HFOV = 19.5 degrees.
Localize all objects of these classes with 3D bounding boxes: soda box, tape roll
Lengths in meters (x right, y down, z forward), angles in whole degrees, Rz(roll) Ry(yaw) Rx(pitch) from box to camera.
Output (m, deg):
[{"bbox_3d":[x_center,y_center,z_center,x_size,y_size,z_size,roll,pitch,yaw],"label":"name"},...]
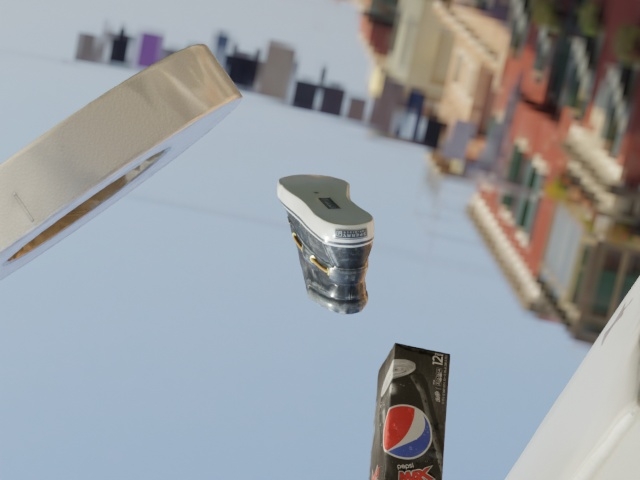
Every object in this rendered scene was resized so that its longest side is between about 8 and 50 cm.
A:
[{"bbox_3d":[0.075,0.177,1.613,0.053,0.169,0.060,12,149,-10],"label":"soda box"},{"bbox_3d":[-0.252,-0.059,1.866,0.072,0.392,0.392,55,-162,-1],"label":"tape roll"}]

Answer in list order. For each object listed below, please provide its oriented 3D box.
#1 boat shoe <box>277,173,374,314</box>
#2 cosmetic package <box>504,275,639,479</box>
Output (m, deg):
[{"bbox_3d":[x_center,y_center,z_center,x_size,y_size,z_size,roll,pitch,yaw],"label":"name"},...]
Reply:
[{"bbox_3d":[0.000,0.000,1.610,0.065,0.083,0.183,-1,-162,-12],"label":"boat shoe"},{"bbox_3d":[0.306,0.279,1.292,0.394,0.327,0.329,32,-160,3],"label":"cosmetic package"}]
